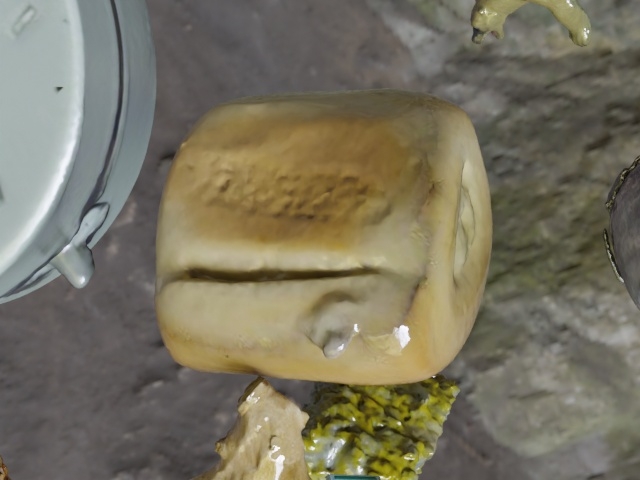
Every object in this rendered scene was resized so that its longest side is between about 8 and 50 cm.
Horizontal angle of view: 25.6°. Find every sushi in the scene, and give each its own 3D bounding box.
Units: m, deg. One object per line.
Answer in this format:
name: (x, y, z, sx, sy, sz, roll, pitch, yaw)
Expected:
sushi: (0.035, 0.380, 2.223, 0.240, 0.396, 0.351, 25, 39, 2)

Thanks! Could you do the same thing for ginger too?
ginger: (-0.093, 0.345, 1.553, 0.363, 0.348, 0.122, 44, 20, -26)

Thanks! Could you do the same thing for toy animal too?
toy animal: (0.204, -0.245, 1.217, 0.218, 0.101, 0.103, 121, -35, -65)

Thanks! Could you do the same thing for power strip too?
power strip: (-0.277, -0.103, 0.919, 0.161, 0.357, 0.357, -21, 90, -79)

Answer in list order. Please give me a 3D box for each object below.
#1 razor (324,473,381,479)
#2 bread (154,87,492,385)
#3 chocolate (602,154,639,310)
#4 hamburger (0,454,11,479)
razor: (0.016, 0.351, 1.586, 0.037, 0.068, 0.191, 31, -68, 61)
bread: (0.000, 0.000, 1.587, 0.253, 0.376, 0.348, 43, 51, -58)
chocolate: (0.519, 0.022, 1.820, 0.303, 0.303, 0.213, 60, 19, -23)
hamburger: (-0.509, 0.277, 1.605, 0.250, 0.330, 0.330, -41, 116, -26)
